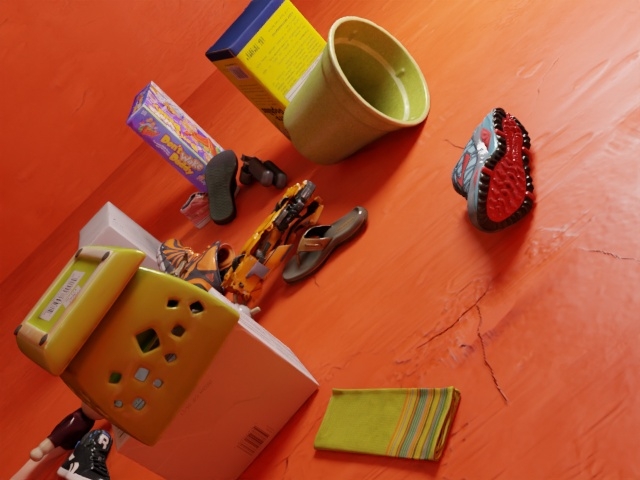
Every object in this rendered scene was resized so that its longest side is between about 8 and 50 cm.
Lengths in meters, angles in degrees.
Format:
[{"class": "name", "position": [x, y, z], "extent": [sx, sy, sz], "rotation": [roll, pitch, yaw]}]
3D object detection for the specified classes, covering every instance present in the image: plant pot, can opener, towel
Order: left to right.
[{"class": "plant pot", "position": [-0.295, 0.132, 0.991], "extent": [0.227, 0.207, 0.228], "rotation": [4, 57, 54]}, {"class": "can opener", "position": [-0.164, -0.174, 1.850], "extent": [0.283, 0.076, 0.095], "rotation": [-134, 55, -63]}, {"class": "plant pot", "position": [0.056, -0.305, 1.510], "extent": [0.254, 0.276, 0.276], "rotation": [-36, 27, 43]}, {"class": "towel", "position": [0.083, 0.249, 0.941], "extent": [0.237, 0.021, 0.102], "rotation": [-14, 40, 47]}]

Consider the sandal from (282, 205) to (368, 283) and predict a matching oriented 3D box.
[{"class": "sandal", "position": [0.000, 0.000, 1.357], "extent": [0.219, 0.060, 0.090], "rotation": [-39, 27, 18]}]

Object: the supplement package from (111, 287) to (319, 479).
[{"class": "supplement package", "position": [-0.176, 0.252, 1.108], "extent": [0.262, 0.204, 0.145], "rotation": [-48, 29, -2]}]

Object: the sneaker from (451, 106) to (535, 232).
[{"class": "sneaker", "position": [0.269, -0.093, 1.087], "extent": [0.125, 0.104, 0.261], "rotation": [-45, 16, 45]}]

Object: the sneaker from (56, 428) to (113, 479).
[{"class": "sneaker", "position": [-0.467, 0.450, 1.398], "extent": [0.217, 0.079, 0.121], "rotation": [-10, 45, 51]}]

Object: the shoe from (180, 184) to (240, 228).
[{"class": "shoe", "position": [-0.321, -0.118, 1.960], "extent": [0.178, 0.081, 0.063], "rotation": [-41, 27, 12]}]

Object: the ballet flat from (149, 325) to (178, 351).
[{"class": "ballet flat", "position": [-0.370, 0.247, 1.589], "extent": [0.173, 0.057, 0.049], "rotation": [-26, -7, 33]}]

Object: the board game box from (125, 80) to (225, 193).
[{"class": "board game box", "position": [-0.422, -0.302, 2.066], "extent": [0.078, 0.347, 0.233], "rotation": [-38, 28, 15]}]

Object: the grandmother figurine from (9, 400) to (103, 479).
[{"class": "grandmother figurine", "position": [-0.569, 0.447, 1.514], "extent": [0.342, 0.104, 0.208], "rotation": [-49, 6, 0]}]

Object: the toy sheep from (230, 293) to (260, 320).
[{"class": "toy sheep", "position": [-0.179, 0.162, 1.371], "extent": [0.132, 0.091, 0.091], "rotation": [-30, 31, 20]}]

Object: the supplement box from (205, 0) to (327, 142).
[{"class": "supplement box", "position": [-0.079, -0.414, 1.708], "extent": [0.194, 0.356, 0.195], "rotation": [-51, 27, -9]}]

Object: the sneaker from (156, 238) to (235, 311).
[{"class": "sneaker", "position": [-0.290, 0.059, 1.658], "extent": [0.180, 0.124, 0.321], "rotation": [-40, 38, 4]}]

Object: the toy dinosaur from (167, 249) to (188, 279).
[{"class": "toy dinosaur", "position": [-0.358, 0.102, 1.551], "extent": [0.183, 0.053, 0.092], "rotation": [-40, 22, -6]}]

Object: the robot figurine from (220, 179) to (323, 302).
[{"class": "robot figurine", "position": [-0.098, -0.003, 1.452], "extent": [0.291, 0.085, 0.211], "rotation": [-53, 12, -12]}]

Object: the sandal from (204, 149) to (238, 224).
[{"class": "sandal", "position": [-0.276, -0.147, 1.914], "extent": [0.097, 0.054, 0.254], "rotation": [-10, 57, 13]}]

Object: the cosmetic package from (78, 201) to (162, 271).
[{"class": "cosmetic package", "position": [-0.564, 0.033, 1.948], "extent": [0.138, 0.224, 0.224], "rotation": [-46, 27, 2]}]
